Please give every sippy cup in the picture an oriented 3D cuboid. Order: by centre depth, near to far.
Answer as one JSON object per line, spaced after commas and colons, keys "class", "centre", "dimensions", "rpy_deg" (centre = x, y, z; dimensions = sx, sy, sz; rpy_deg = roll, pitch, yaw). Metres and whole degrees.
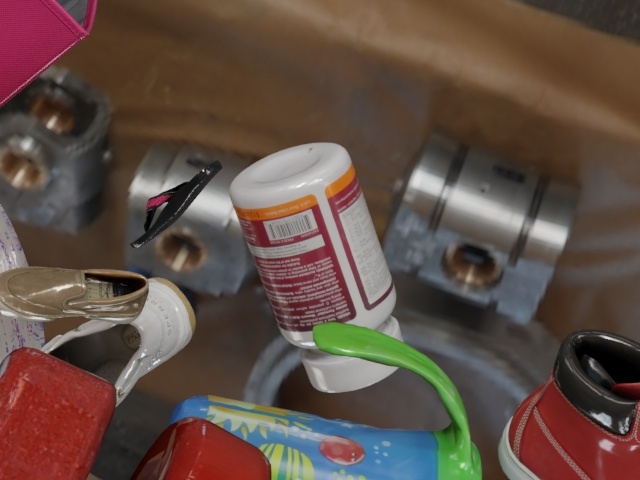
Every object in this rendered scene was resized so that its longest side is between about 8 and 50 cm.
{"class": "sippy cup", "centre": [-0.025, 0.223, 1.232], "dimensions": [0.224, 0.305, 0.240], "rpy_deg": [20, 159, -6]}

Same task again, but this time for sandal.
{"class": "sandal", "centre": [-0.187, -0.052, 2.093], "dimensions": [0.040, 0.067, 0.179], "rpy_deg": [46, 126, 1]}

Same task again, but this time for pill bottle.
{"class": "pill bottle", "centre": [0.002, 0.027, 1.601], "dimensions": [0.121, 0.121, 0.221], "rpy_deg": [-9, 112, 26]}

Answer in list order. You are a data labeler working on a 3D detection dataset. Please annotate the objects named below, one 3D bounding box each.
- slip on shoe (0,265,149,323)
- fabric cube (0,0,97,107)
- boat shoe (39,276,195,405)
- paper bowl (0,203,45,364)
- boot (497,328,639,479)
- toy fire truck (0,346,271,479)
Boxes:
{"class": "slip on shoe", "centre": [-0.208, 0.042, 1.391], "dimensions": [0.135, 0.051, 0.041], "rpy_deg": [10, 142, -26]}
{"class": "fabric cube", "centre": [-0.362, -0.222, 1.401], "dimensions": [0.258, 0.259, 0.254], "rpy_deg": [-39, 112, 15]}
{"class": "boat shoe", "centre": [-0.237, 0.134, 1.566], "dimensions": [0.098, 0.096, 0.277], "rpy_deg": [50, 120, 5]}
{"class": "paper bowl", "centre": [-0.438, 0.066, 1.900], "dimensions": [0.284, 0.148, 0.284], "rpy_deg": [39, 139, 45]}
{"class": "boot", "centre": [0.252, 0.168, 1.166], "dimensions": [0.244, 0.088, 0.176], "rpy_deg": [35, 144, 9]}
{"class": "toy fire truck", "centre": [-0.162, 0.167, 0.581], "dimensions": [0.169, 0.254, 0.302], "rpy_deg": [31, 139, -11]}
